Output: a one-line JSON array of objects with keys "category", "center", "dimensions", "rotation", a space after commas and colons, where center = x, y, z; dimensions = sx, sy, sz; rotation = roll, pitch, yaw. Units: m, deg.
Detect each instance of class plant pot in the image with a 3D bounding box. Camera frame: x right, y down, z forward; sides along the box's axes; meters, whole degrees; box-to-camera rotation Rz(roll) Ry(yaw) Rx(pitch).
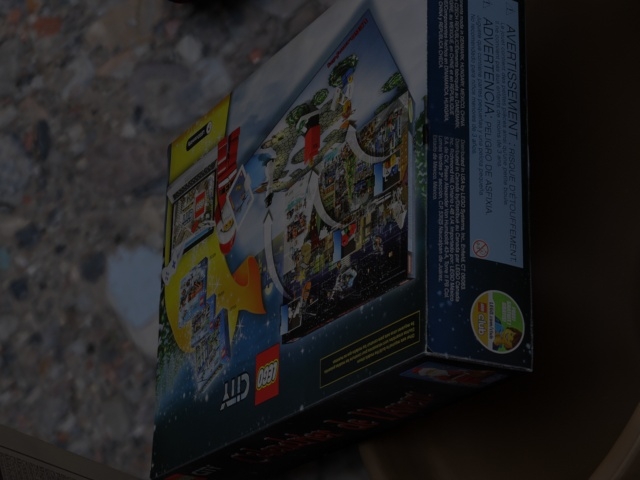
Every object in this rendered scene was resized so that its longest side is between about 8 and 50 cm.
[{"category": "plant pot", "center": [0.109, 0.005, 0.640], "dimensions": [0.237, 0.110, 0.237], "rotation": [-36, 49, 56]}]

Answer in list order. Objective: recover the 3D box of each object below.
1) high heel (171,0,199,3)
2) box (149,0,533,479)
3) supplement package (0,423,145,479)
[{"category": "high heel", "center": [-0.066, -0.312, 0.831], "dimensions": [0.127, 0.181, 0.377], "rotation": [-3, 70, 25]}, {"category": "box", "center": [0.000, 0.000, 0.686], "dimensions": [0.233, 0.044, 0.159], "rotation": [-32, 53, 57]}, {"category": "supplement package", "center": [-0.136, 0.205, 0.623], "dimensions": [0.199, 0.263, 0.198], "rotation": [-25, 63, 16]}]
